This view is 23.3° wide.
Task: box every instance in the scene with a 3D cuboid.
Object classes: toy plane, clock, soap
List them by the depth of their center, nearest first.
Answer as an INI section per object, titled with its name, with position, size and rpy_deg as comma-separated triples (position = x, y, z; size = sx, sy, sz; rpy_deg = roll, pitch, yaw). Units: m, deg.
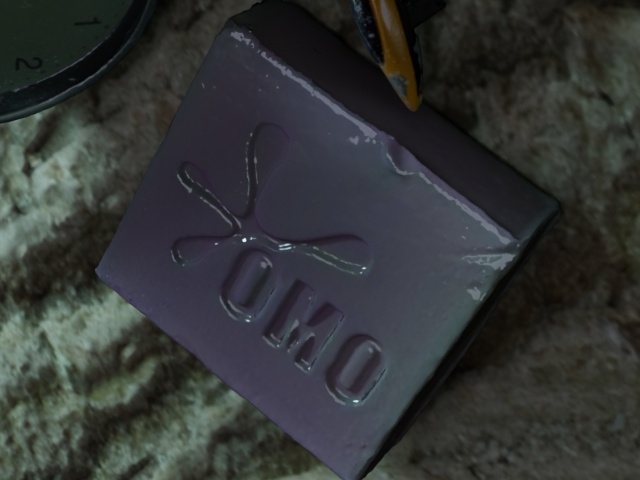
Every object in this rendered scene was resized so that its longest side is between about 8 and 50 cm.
[toy plane]
position = 0.032, -0.244, 1.118
size = 0.204, 0.103, 0.316
rpy_deg = 10, 135, 50
[clock]
position = -0.277, -0.208, 1.204
size = 0.319, 0.319, 0.066
rpy_deg = -47, 49, 35
[soap]
position = 0.000, 0.000, 1.249
size = 0.296, 0.107, 0.285
rpy_deg = 37, 121, 11
